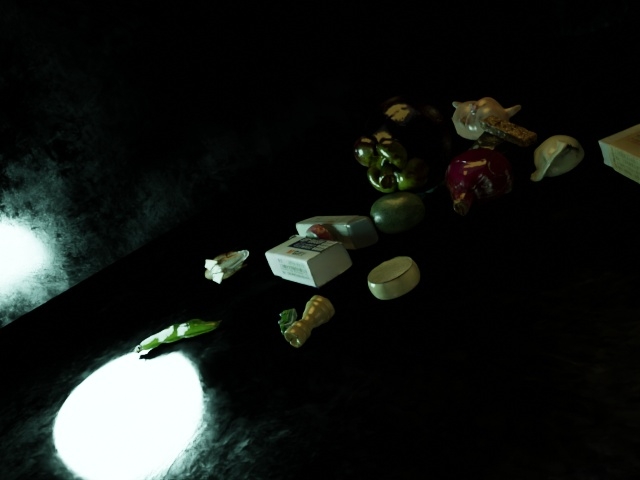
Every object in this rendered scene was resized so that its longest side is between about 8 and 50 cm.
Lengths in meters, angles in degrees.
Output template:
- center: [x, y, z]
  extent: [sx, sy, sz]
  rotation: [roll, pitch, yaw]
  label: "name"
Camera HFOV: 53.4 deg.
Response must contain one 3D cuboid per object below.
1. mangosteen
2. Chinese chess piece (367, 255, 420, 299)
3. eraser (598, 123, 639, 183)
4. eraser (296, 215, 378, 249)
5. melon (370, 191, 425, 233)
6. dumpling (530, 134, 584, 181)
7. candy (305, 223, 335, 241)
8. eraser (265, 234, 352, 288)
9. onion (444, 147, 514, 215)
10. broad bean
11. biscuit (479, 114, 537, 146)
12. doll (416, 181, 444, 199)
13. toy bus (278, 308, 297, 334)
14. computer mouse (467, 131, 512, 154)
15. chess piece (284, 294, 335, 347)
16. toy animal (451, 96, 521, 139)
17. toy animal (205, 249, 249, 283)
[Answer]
- center: [0.236, -0.275, 1.854]
  extent: [0.313, 0.297, 0.297]
  rotation: [-11, 12, -16]
  label: "mangosteen"
- center: [0.169, 0.087, 1.460]
  extent: [0.122, 0.051, 0.122]
  rotation: [-24, 19, 9]
  label: "Chinese chess piece"
- center: [0.748, -0.189, 1.404]
  extent: [0.144, 0.078, 0.343]
  rotation: [-22, 16, 10]
  label: "eraser"
- center: [0.044, -0.025, 1.911]
  extent: [0.061, 0.089, 0.351]
  rotation: [-30, 16, -28]
  label: "eraser"
- center: [0.210, -0.076, 1.779]
  extent: [0.167, 0.114, 0.114]
  rotation: [-15, 20, 23]
  label: "melon"
- center: [0.613, -0.216, 1.678]
  extent: [0.150, 0.092, 0.176]
  rotation: [-34, 18, 21]
  label: "dumpling"
- center: [0.000, 0.000, 1.872]
  extent: [0.043, 0.103, 0.103]
  rotation: [-38, 20, -24]
  label: "candy"
- center: [-0.040, 0.054, 1.798]
  extent: [0.130, 0.086, 0.287]
  rotation: [-31, 17, -21]
  label: "eraser"
- center: [0.408, -0.154, 1.720]
  extent: [0.195, 0.140, 0.218]
  rotation: [3, 36, 46]
  label: "onion"
- center: [-0.400, 0.258, 1.778]
  extent: [0.297, 0.043, 0.060]
  rotation: [-19, 29, 23]
  label: "broad bean"
- center: [0.593, -0.346, 2.011]
  extent: [0.064, 0.035, 0.199]
  rotation: [-29, 41, -18]
  label: "biscuit"
- center: [0.334, -0.179, 2.007]
  extent: [0.158, 0.059, 0.159]
  rotation: [-24, 15, 13]
  label: "doll"
- center: [-0.078, 0.194, 1.526]
  extent: [0.037, 0.031, 0.083]
  rotation: [-14, 18, 6]
  label: "toy bus"
- center: [0.557, -0.308, 2.055]
  extent: [0.192, 0.062, 0.105]
  rotation: [-37, 41, -24]
  label: "computer mouse"
- center: [-0.026, 0.184, 1.432]
  extent: [0.066, 0.066, 0.122]
  rotation: [-8, 29, 46]
  label: "chess piece"
- center: [0.567, -0.421, 2.245]
  extent: [0.153, 0.167, 0.250]
  rotation: [15, 10, -23]
  label: "toy animal"
- center: [-0.305, 0.077, 2.135]
  extent: [0.188, 0.089, 0.179]
  rotation: [-27, 1, 13]
  label: "toy animal"
